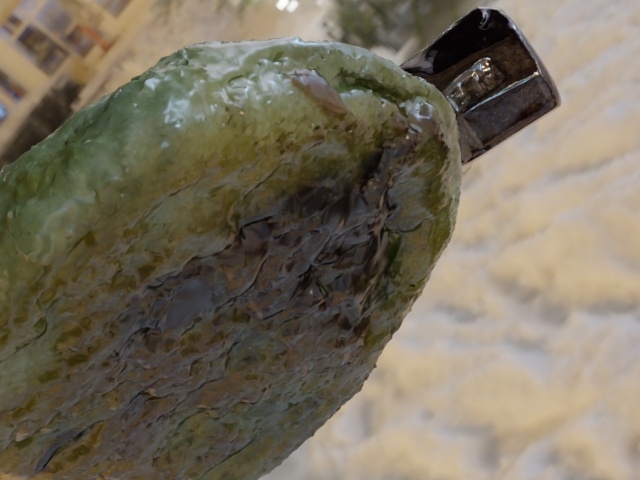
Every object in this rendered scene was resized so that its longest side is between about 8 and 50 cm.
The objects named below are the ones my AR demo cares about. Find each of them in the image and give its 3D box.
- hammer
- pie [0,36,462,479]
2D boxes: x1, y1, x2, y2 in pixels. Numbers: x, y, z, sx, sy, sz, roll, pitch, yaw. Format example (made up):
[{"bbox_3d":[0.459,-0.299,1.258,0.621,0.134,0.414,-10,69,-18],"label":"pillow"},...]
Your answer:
[{"bbox_3d":[0.074,-0.071,1.201,0.242,0.095,0.409,-37,-4,8],"label":"hammer"},{"bbox_3d":[-0.054,0.031,0.697,0.323,0.070,0.323,-26,-32,-18],"label":"pie"}]
